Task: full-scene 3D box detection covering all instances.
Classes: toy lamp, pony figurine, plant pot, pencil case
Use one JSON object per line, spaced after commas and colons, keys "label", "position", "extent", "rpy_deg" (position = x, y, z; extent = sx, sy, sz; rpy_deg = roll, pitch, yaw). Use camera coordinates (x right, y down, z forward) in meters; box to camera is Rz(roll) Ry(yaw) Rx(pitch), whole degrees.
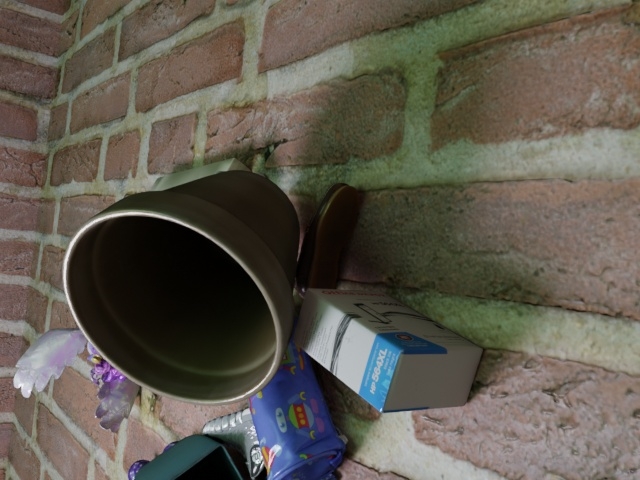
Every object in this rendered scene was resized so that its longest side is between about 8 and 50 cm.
{"label": "toy lamp", "position": [-0.348, 0.503, 1.370], "extent": [0.275, 0.080, 0.080], "rpy_deg": [-39, 54, 45]}
{"label": "pony figurine", "position": [-0.542, 0.257, 1.551], "extent": [0.363, 0.303, 0.351], "rpy_deg": [-41, 21, 46]}
{"label": "plant pot", "position": [-0.246, 0.463, 1.133], "extent": [0.165, 0.165, 0.234], "rpy_deg": [63, 156, -10]}
{"label": "plant pot", "position": [-0.165, 0.034, 0.924], "extent": [0.323, 0.323, 0.280], "rpy_deg": [-53, 5, 34]}
{"label": "pencil case", "position": [-0.056, 0.242, 0.993], "extent": [0.119, 0.133, 0.306], "rpy_deg": [85, 166, -55]}

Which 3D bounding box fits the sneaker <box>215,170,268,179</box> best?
{"label": "sneaker", "position": [-0.160, -0.015, 1.172], "extent": [0.099, 0.121, 0.262], "rpy_deg": [-34, 58, 46]}

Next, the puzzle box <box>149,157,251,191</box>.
{"label": "puzzle box", "position": [-0.334, -0.040, 1.375], "extent": [0.409, 0.052, 0.272], "rpy_deg": [-2, 57, 53]}

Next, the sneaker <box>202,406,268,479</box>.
{"label": "sneaker", "position": [-0.138, 0.379, 1.109], "extent": [0.229, 0.086, 0.132], "rpy_deg": [-35, 60, 44]}

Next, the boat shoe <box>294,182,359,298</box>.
{"label": "boat shoe", "position": [0.000, 0.000, 0.998], "extent": [0.073, 0.073, 0.207], "rpy_deg": [35, 111, 48]}

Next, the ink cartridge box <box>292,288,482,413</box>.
{"label": "ink cartridge box", "position": [0.081, 0.136, 0.805], "extent": [0.203, 0.148, 0.086], "rpy_deg": [28, 108, 51]}
